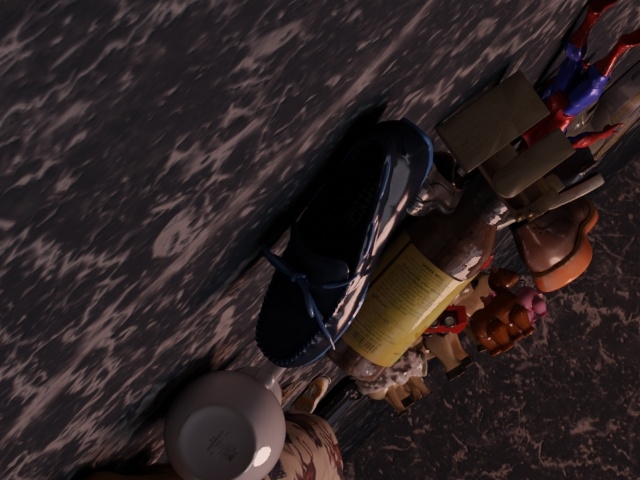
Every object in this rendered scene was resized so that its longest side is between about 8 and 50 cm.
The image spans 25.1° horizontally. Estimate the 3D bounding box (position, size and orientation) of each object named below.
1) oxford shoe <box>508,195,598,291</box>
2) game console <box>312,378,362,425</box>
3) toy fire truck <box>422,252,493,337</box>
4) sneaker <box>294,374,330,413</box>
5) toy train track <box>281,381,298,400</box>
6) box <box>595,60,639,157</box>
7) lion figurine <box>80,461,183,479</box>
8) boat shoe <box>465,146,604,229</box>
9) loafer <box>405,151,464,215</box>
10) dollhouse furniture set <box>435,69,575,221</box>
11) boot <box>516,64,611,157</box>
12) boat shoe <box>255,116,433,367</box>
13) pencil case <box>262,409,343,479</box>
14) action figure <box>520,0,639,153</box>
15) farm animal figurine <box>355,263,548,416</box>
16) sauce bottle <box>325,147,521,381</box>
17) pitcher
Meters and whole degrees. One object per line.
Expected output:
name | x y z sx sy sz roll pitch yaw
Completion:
oxford shoe | 0.380 -0.046 2.415 0.130 0.132 0.363 -34 -167 16
game console | -0.056 0.382 2.581 0.361 0.044 0.213 -45 171 3
toy fire truck | 0.153 0.068 2.042 0.192 0.135 0.047 -2 157 -11
sneaker | -0.009 0.244 2.263 0.037 0.032 0.083 -30 162 -53
toy train track | -0.051 0.216 2.056 0.048 0.014 0.083 -56 172 17
box | 0.481 -0.202 2.381 0.231 0.056 0.183 -41 169 -22
lion figurine | -0.174 0.296 1.521 0.142 0.240 0.392 -62 154 -8
boat shoe | 0.242 -0.059 1.894 0.255 0.079 0.095 -23 -179 22
loafer | 0.126 -0.066 1.552 0.061 0.062 0.170 -54 168 19
dollhouse furniture set | 0.183 -0.075 1.580 0.123 0.144 0.151 -35 -179 -23
boot | 0.359 -0.176 1.976 0.246 0.083 0.161 -37 161 -44
boat shoe | 0.000 0.000 1.279 0.089 0.109 0.258 -10 127 -60
pencil case | -0.093 0.343 1.977 0.183 0.160 0.410 -62 167 7
action figure | 0.328 -0.191 1.746 0.139 0.091 0.280 -27 161 -32
farm animal figurine | 0.183 0.121 2.227 0.327 0.172 0.330 -33 177 -1
sauce bottle | 0.139 0.027 1.799 0.344 0.111 0.111 -47 169 18
pitcher | -0.081 0.176 1.532 0.177 0.125 0.207 -53 178 5
